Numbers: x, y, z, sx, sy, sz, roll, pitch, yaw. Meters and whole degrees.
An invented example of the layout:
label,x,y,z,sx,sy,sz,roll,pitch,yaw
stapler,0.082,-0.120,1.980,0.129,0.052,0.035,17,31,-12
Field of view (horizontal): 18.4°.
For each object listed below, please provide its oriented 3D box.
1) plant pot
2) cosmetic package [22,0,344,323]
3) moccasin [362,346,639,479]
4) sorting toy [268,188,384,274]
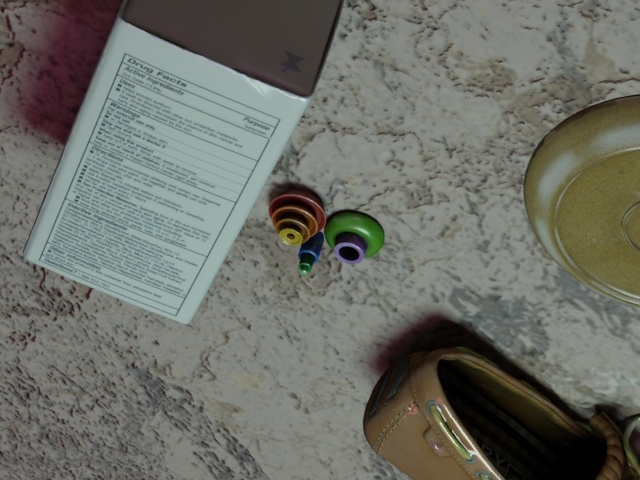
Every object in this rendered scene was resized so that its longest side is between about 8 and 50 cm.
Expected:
label,x,y,z,sx,sy,sz,roll,pitch,yaw
plant pot,0.272,-0.017,1.532,0.236,0.032,0.236,10,140,8
cosmetic package,-0.108,-0.085,1.503,0.153,0.129,0.296,24,139,-8
moccasin,0.222,0.212,1.739,0.380,0.139,0.147,39,144,-12
sorting toy,0.000,0.000,1.630,0.102,0.042,0.061,25,139,-11
